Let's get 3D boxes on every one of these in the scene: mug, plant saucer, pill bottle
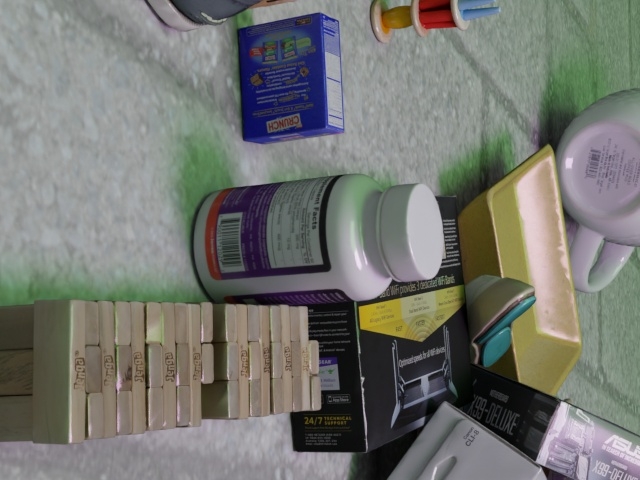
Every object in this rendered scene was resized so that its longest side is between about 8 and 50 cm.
[{"bbox_3d":[0.526,-0.080,2.032,0.328,0.276,0.374,-8,123,-58],"label":"mug"},{"bbox_3d":[0.275,0.057,1.667,0.333,0.081,0.332,-32,114,-61],"label":"plant saucer"},{"bbox_3d":[0.000,0.000,1.002,0.108,0.194,0.108,18,69,-62],"label":"pill bottle"}]

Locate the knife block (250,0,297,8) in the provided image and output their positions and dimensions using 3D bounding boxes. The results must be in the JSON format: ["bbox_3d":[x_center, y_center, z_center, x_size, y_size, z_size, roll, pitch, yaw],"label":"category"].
[{"bbox_3d":[-0.052,-0.370,1.088,0.242,0.088,0.275,68,31,-29],"label":"knife block"}]

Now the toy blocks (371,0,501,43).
[{"bbox_3d":[0.123,-0.290,1.351,0.123,0.148,0.054,62,34,-39],"label":"toy blocks"}]

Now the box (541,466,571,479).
[{"bbox_3d":[0.269,0.415,1.529,0.063,0.067,0.324,29,74,-60],"label":"box"}]

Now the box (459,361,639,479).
[{"bbox_3d":[0.322,0.248,1.380,0.307,0.242,0.076,26,86,-18],"label":"box"}]

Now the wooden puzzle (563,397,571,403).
[{"bbox_3d":[0.379,0.387,1.853,0.221,0.044,0.238,-19,102,-63],"label":"wooden puzzle"}]

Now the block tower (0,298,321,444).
[{"bbox_3d":[-0.115,0.092,0.873,0.335,0.097,0.091,10,76,-64],"label":"block tower"}]

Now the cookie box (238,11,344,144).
[{"bbox_3d":[-0.027,-0.147,1.091,0.040,0.092,0.107,5,82,-60],"label":"cookie box"}]

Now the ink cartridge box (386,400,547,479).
[{"bbox_3d":[0.159,0.275,1.264,0.128,0.127,0.176,-53,154,-9],"label":"ink cartridge box"}]

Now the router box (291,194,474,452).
[{"bbox_3d":[0.067,0.075,1.247,0.309,0.081,0.242,-4,89,-63],"label":"router box"}]

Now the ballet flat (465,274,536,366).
[{"bbox_3d":[0.196,0.088,1.421,0.248,0.086,0.086,95,1,-67],"label":"ballet flat"}]

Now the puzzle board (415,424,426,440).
[{"bbox_3d":[0.133,0.251,1.427,0.096,0.011,0.128,46,46,-53],"label":"puzzle board"}]

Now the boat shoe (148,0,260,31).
[{"bbox_3d":[-0.131,-0.297,0.901,0.319,0.099,0.116,58,37,-42],"label":"boat shoe"}]
